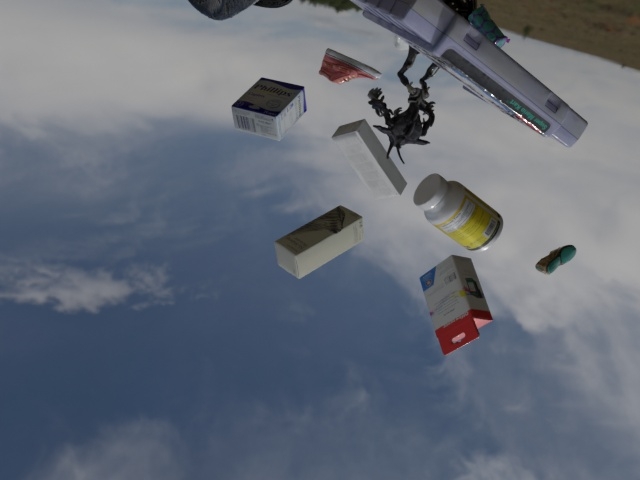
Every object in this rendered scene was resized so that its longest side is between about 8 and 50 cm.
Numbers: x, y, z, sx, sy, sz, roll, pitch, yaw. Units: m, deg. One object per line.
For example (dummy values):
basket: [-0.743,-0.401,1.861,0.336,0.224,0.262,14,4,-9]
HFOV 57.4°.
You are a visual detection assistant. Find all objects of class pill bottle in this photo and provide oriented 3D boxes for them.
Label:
pill bottle: [0.519,-0.108,2.221,0.334,0.188,0.188,33,-163,-24]

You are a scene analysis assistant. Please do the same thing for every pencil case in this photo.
pencil case: [0.549,-0.694,1.909,0.070,0.064,0.151,-21,-109,-16]

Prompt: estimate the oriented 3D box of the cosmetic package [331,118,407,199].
cosmetic package: [0.141,-0.224,1.642,0.099,0.239,0.060,-3,-136,47]

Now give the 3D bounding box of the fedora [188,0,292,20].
fedora: [-0.208,-0.563,1.217,0.334,0.152,0.334,33,169,7]

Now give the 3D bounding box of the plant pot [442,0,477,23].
plant pot: [0.459,-0.815,2.045,0.167,0.167,0.165,17,-158,6]

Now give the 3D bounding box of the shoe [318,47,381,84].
shoe: [0.082,-0.478,1.671,0.178,0.081,0.063,27,-160,10]

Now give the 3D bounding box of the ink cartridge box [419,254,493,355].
ink cartridge box: [0.355,0.170,1.516,0.078,0.134,0.231,11,-127,-33]

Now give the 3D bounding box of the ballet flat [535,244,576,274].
ballet flat: [0.851,0.062,2.124,0.206,0.073,0.067,-22,-159,-35]

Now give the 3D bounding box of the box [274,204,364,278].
box: [0.000,0.000,1.800,0.275,0.094,0.113,-31,-138,-31]

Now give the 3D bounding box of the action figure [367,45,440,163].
action figure: [0.206,-0.327,1.383,0.164,0.275,0.141,14,-164,-20]

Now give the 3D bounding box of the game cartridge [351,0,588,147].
game cartridge: [0.203,-0.258,0.832,0.355,0.068,0.230,23,-156,-32]

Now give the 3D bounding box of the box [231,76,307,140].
box: [-0.120,-0.314,1.386,0.126,0.072,0.137,18,-130,21]

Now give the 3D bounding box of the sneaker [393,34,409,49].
sneaker: [0.255,-0.623,1.727,0.095,0.090,0.235,-15,-179,-14]
